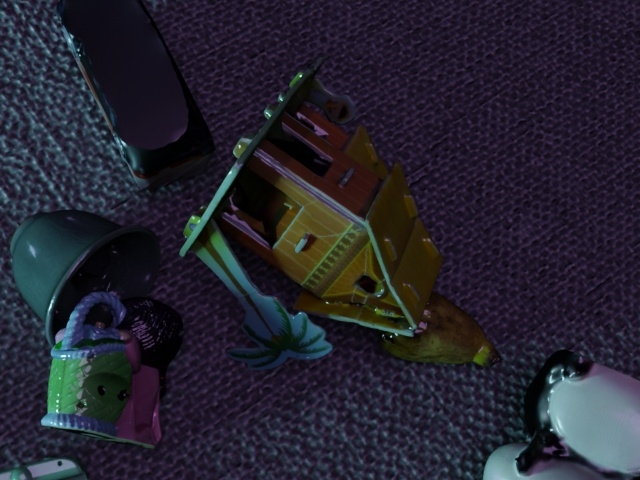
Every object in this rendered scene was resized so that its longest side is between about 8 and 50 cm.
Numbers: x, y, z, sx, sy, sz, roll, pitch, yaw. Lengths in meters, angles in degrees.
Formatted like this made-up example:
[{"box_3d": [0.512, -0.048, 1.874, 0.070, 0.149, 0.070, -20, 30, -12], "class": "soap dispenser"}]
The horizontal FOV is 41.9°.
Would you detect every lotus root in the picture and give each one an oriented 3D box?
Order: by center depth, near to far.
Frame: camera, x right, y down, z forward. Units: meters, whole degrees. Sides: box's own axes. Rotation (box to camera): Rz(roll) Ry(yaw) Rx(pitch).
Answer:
[{"box_3d": [0.170, 0.134, 1.210, 0.191, 0.094, 0.108, 22, 99, -11], "class": "lotus root"}]

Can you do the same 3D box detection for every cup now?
[{"box_3d": [-0.337, 0.031, 1.127, 0.150, 0.199, 0.199, 33, 72, 20], "class": "cup"}]

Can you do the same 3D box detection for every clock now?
[{"box_3d": [-0.362, 0.380, 1.074, 0.148, 0.060, 0.188, -15, 78, -13], "class": "clock"}, {"box_3d": [-0.262, 0.162, 1.088, 0.100, 0.194, 0.195, -1, 67, 30], "class": "clock"}]

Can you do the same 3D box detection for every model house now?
[{"box_3d": [0.000, 0.000, 1.173, 0.323, 0.340, 0.300, 35, 43, -4], "class": "model house"}]

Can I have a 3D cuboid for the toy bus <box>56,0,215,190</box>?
[{"box_3d": [-0.268, -0.222, 1.206, 0.127, 0.147, 0.302, -26, 78, -14], "class": "toy bus"}]

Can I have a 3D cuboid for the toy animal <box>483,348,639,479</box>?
[{"box_3d": [0.354, 0.327, 1.116, 0.251, 0.251, 0.310, 28, 85, 0], "class": "toy animal"}]
